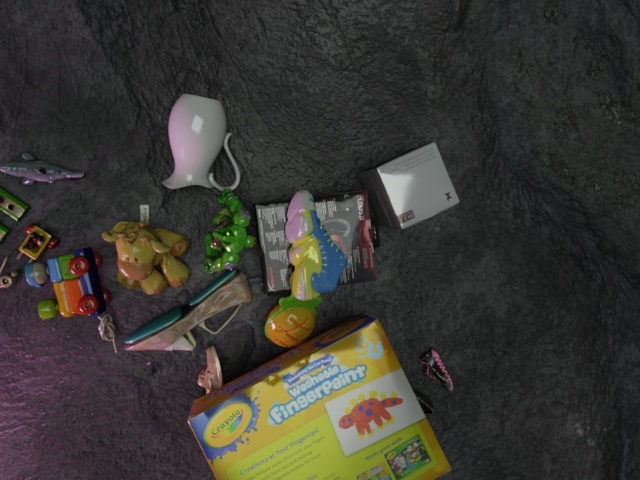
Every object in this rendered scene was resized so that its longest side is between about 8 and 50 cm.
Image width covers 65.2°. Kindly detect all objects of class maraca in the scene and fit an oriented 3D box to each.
[{"bbox_3d":[-0.064,0.182,1.176,0.127,0.099,0.185,-2,133,-28],"label":"maraca"}]

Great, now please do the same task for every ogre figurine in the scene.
[{"bbox_3d":[-0.212,-0.010,1.143,0.097,0.118,0.197,36,81,-40],"label":"ogre figurine"}]

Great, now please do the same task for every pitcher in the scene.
[{"bbox_3d":[-0.259,-0.216,1.140,0.178,0.125,0.207,4,104,-30],"label":"pitcher"}]

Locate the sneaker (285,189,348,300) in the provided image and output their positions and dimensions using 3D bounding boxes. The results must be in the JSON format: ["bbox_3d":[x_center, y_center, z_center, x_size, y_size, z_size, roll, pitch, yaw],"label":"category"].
[{"bbox_3d":[-0.006,0.009,1.101,0.126,0.091,0.239,-1,95,-28],"label":"sneaker"}]

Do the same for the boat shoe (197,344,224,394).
[{"bbox_3d":[-0.262,0.334,1.190,0.059,0.063,0.169,-8,95,-15],"label":"boat shoe"}]

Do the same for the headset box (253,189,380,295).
[{"bbox_3d":[0.000,0.000,1.189,0.294,0.110,0.217,-8,95,-9],"label":"headset box"}]

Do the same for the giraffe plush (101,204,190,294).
[{"bbox_3d":[-0.386,0.024,1.096,0.182,0.170,0.210,-17,96,-8],"label":"giraffe plush"}]

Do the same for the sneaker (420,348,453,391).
[{"bbox_3d":[0.299,0.343,1.297,0.057,0.047,0.119,-28,90,0],"label":"sneaker"}]

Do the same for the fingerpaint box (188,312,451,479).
[{"bbox_3d":[-0.004,0.428,1.111,0.445,0.163,0.370,-27,91,-10],"label":"fingerpaint box"}]

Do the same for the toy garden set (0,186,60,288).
[{"bbox_3d":[-0.729,0.019,1.101,0.204,0.049,0.244,37,87,-9],"label":"toy garden set"}]

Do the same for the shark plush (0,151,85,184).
[{"bbox_3d":[-0.609,-0.144,1.101,0.161,0.067,0.073,17,90,-10],"label":"shark plush"}]

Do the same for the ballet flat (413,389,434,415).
[{"bbox_3d":[0.214,0.400,1.279,0.173,0.049,0.057,21,89,-10],"label":"ballet flat"}]

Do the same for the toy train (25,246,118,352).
[{"bbox_3d":[-0.552,0.149,1.112,0.144,0.105,0.247,-11,95,-6],"label":"toy train"}]

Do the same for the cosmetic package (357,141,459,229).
[{"bbox_3d":[0.200,-0.125,1.178,0.151,0.184,0.151,-26,97,-8],"label":"cosmetic package"}]

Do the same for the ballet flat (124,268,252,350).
[{"bbox_3d":[-0.294,0.189,1.159,0.316,0.107,0.106,-32,105,-5],"label":"ballet flat"}]
